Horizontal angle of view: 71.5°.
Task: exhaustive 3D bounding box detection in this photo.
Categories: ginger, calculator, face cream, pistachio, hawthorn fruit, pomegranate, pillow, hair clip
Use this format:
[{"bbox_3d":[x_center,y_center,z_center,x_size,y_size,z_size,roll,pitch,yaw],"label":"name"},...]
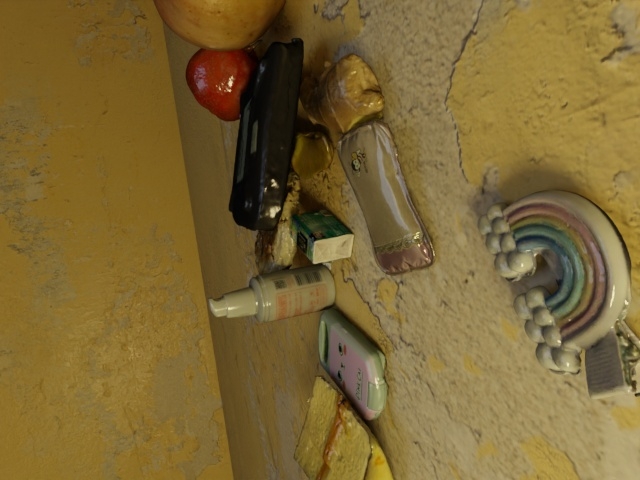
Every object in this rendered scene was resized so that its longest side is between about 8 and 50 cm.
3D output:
[{"bbox_3d":[0.016,-0.246,0.752,0.294,0.086,0.131,46,160,59],"label":"ginger"},{"bbox_3d":[0.056,0.230,0.858,0.246,0.045,0.141,-143,50,-58],"label":"calculator"},{"bbox_3d":[-0.099,0.115,0.904,0.101,0.251,0.101,33,128,58],"label":"face cream"},{"bbox_3d":[-0.013,-0.177,0.868,0.089,0.049,0.173,60,155,-8],"label":"pistachio"},{"bbox_3d":[-0.221,-0.419,1.112,0.225,0.196,0.196,-40,57,28],"label":"hawthorn fruit"},{"bbox_3d":[-0.233,-0.558,0.897,0.338,0.338,0.338,32,126,59],"label":"pomegranate"},{"bbox_3d":[0.092,-0.058,0.655,0.130,0.038,0.233,-17,94,60],"label":"pillow"},{"bbox_3d":[0.233,0.038,0.418,0.140,0.054,0.220,113,145,-59],"label":"hair clip"}]

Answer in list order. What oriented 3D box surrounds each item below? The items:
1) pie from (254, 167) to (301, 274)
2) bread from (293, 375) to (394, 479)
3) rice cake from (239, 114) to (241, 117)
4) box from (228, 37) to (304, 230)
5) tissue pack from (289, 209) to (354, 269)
[{"bbox_3d":[-0.097,-0.036,1.016,0.274,0.055,0.274,-172,90,-70],"label":"pie"},{"bbox_3d":[0.019,0.378,0.825,0.240,0.135,0.178,28,141,62],"label":"bread"},{"bbox_3d":[-0.157,-0.216,1.143,0.042,0.080,0.222,-9,90,29],"label":"rice cake"},{"bbox_3d":[-0.121,-0.198,0.923,0.350,0.091,0.359,-173,89,-73],"label":"box"},{"bbox_3d":[0.000,0.000,0.856,0.111,0.085,0.079,46,139,50],"label":"tissue pack"}]
